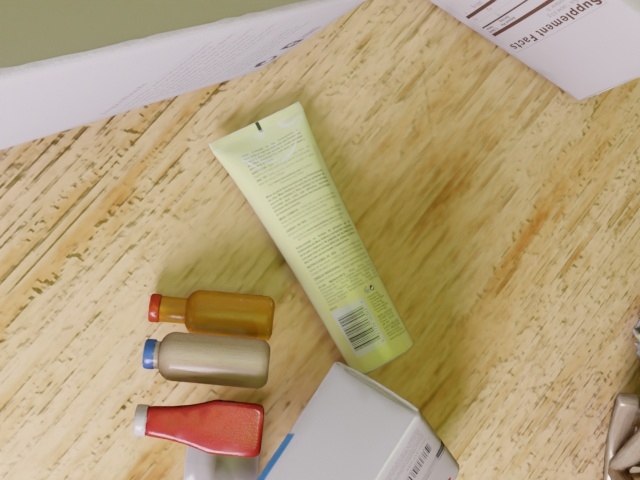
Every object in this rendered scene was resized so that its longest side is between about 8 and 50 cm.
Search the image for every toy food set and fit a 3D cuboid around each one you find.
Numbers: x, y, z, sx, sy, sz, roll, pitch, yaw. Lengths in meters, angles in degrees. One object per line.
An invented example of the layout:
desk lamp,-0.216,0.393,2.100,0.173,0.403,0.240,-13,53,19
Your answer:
toy food set,-0.100,0.156,0.690,0.104,0.111,0.232,6,86,-3

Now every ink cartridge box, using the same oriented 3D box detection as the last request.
ink cartridge box,0.030,0.197,0.678,0.082,0.191,0.139,29,76,27

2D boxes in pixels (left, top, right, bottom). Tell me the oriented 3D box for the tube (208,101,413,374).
tube,0.000,0.000,0.755,0.240,0.062,0.070,61,31,0

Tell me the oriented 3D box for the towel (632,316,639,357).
towel,0.529,0.069,0.878,0.374,0.090,0.320,33,80,-12

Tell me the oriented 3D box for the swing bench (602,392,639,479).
swing bench,0.390,0.206,0.716,0.253,0.255,0.165,2,79,5

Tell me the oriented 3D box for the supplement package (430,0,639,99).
supplement package,0.198,-0.288,0.761,0.293,0.175,0.177,29,79,-12

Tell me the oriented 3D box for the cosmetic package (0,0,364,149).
cosmetic package,-0.181,-0.199,0.552,0.453,0.161,0.230,-31,96,-47
